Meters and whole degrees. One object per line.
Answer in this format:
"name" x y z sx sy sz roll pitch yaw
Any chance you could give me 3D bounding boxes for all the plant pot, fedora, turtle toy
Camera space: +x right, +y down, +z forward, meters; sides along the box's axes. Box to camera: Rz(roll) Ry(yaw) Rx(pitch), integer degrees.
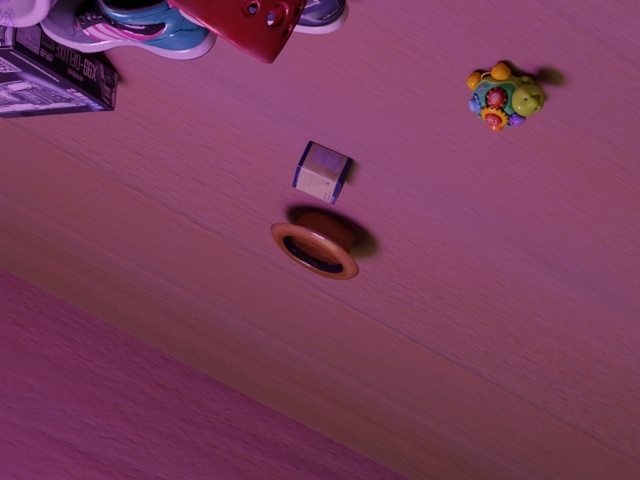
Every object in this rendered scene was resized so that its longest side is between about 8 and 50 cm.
"plant pot" -0.097 -0.344 1.409 0.191 0.174 0.191 31 -169 -6
"fedora" 0.000 0.000 2.172 0.194 0.079 0.194 26 158 11
"turtle toy" 0.260 -0.195 1.561 0.095 0.066 0.130 37 153 -25

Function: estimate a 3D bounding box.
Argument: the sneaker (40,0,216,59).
"sneaker" -0.317 -0.362 1.682 0.295 0.124 0.178 8 156 18

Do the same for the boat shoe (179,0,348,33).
"boat shoe" -0.088 -0.340 1.555 0.254 0.095 0.079 13 155 21

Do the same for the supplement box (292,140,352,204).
"supplement box" 0.003 -0.118 1.961 0.083 0.056 0.083 24 155 3

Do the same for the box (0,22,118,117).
"box" -0.527 -0.295 1.898 0.242 0.077 0.307 -1 167 20

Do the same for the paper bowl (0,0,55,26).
"paper bowl" -0.485 -0.455 1.618 0.284 0.148 0.284 21 154 11
